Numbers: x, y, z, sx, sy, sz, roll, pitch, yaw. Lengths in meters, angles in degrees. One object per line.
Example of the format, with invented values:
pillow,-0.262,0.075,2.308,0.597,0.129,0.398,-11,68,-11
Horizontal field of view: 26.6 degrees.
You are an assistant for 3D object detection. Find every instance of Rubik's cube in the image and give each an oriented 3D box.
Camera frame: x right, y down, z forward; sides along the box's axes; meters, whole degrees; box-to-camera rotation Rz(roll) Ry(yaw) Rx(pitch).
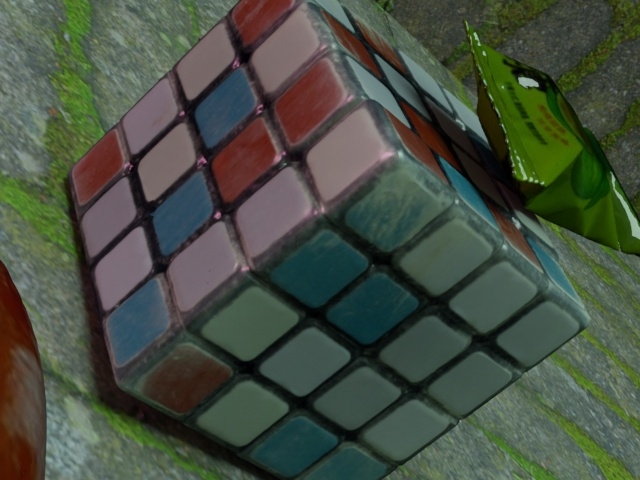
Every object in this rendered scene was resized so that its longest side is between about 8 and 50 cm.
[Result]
Rubik's cube,-0.001,-0.001,1.005,0.256,0.259,0.253,35,24,-39

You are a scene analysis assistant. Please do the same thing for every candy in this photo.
candy,0.168,-0.069,1.024,0.246,0.069,0.149,33,29,-58

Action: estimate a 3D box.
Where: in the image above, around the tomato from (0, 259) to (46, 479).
tomato,-0.215,0.051,0.577,0.309,0.170,0.309,43,22,-21
